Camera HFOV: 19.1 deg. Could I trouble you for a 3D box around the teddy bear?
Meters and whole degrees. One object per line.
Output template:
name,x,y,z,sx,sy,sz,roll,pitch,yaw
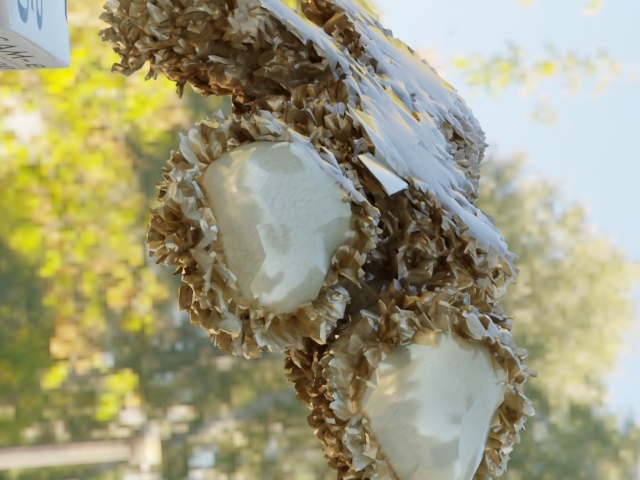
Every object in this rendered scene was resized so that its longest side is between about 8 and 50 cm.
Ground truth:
teddy bear,0.000,0.000,0.769,0.113,0.245,0.338,-43,-152,16

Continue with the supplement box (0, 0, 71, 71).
supplement box,-0.094,-0.059,0.324,0.036,0.098,0.062,27,60,-80
